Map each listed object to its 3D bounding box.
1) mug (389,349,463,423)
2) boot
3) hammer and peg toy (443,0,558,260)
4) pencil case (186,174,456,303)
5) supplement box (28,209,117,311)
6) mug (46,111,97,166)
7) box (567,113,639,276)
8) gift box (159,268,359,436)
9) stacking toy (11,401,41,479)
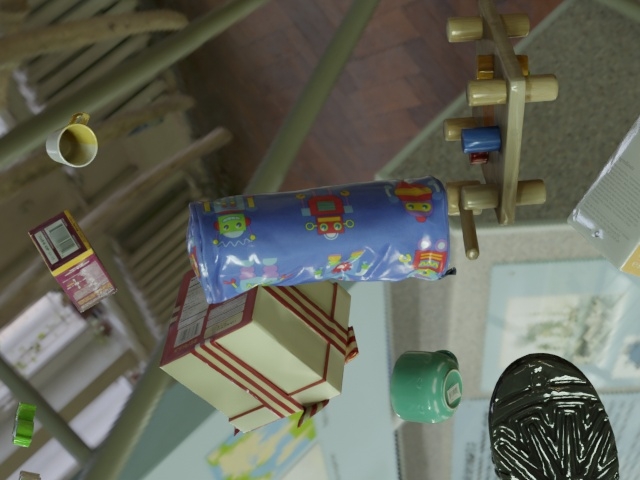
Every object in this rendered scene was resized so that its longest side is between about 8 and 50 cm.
[{"bbox_3d":[0.205,0.256,1.815,0.097,0.157,0.129,0,152,37],"label":"mug"},{"bbox_3d":[0.274,0.259,1.208,0.260,0.131,0.347,-91,-16,-74],"label":"boot"},{"bbox_3d":[0.267,-0.149,1.513,0.266,0.127,0.361,-95,1,-51],"label":"hammer and peg toy"},{"bbox_3d":[0.000,0.000,1.139,0.133,0.306,0.119,100,161,-59],"label":"pencil case"},{"bbox_3d":[-0.229,0.020,0.921,0.055,0.043,0.083,51,167,29],"label":"supplement box"},{"bbox_3d":[-0.360,-0.142,1.438,0.064,0.078,0.062,4,130,50],"label":"mug"},{"bbox_3d":[0.343,-0.048,0.931,0.130,0.170,0.091,16,-155,-33],"label":"box"},{"bbox_3d":[-0.106,0.184,1.713,0.255,0.276,0.258,-25,128,35],"label":"gift box"},{"bbox_3d":[-0.339,0.178,0.888,0.167,0.052,0.221,17,-169,-19],"label":"stacking toy"}]
